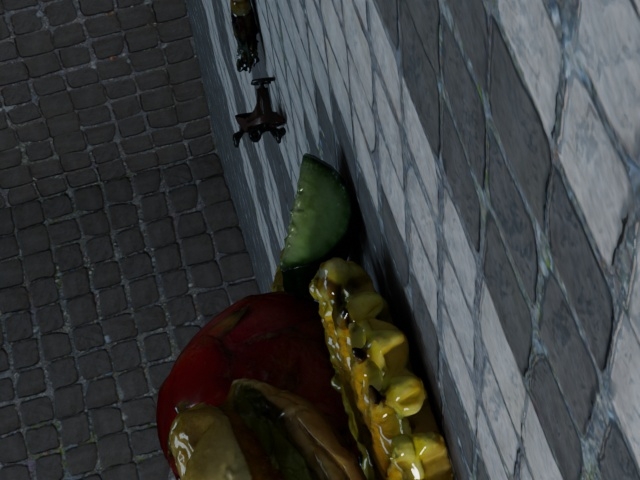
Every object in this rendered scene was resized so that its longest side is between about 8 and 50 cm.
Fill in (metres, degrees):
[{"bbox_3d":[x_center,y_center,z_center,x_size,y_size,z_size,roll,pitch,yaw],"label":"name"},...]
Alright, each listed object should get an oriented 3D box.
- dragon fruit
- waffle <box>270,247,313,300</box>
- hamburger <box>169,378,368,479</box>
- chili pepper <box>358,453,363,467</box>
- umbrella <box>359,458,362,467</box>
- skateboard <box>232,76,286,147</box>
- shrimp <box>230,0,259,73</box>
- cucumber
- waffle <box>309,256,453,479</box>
[{"bbox_3d":[-0.055,0.177,1.686,0.241,0.252,0.241,30,-177,-2],"label":"dragon fruit"},{"bbox_3d":[-0.045,0.129,1.949,0.302,0.068,0.325,-93,13,-84],"label":"waffle"},{"bbox_3d":[-0.012,0.285,1.435,0.209,0.162,0.330,172,78,-81],"label":"hamburger"},{"bbox_3d":[0.084,0.353,1.745,0.085,0.076,0.359,7,-108,-66],"label":"chili pepper"},{"bbox_3d":[0.070,0.285,1.841,0.050,0.046,0.188,44,-157,-58],"label":"umbrella"},{"bbox_3d":[-0.076,-0.167,2.078,0.151,0.067,0.080,174,90,-79],"label":"skateboard"},{"bbox_3d":[-0.098,-0.295,2.060,0.091,0.034,0.161,-92,-2,-57],"label":"shrimp"},{"bbox_3d":[0.000,0.000,1.622,0.244,0.063,0.115,94,-171,-79],"label":"cucumber"},{"bbox_3d":[0.062,0.164,1.458,0.329,0.062,0.329,160,90,-83],"label":"waffle"}]
